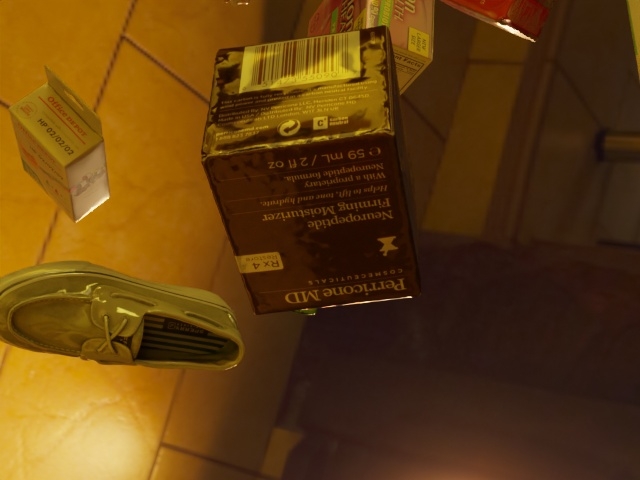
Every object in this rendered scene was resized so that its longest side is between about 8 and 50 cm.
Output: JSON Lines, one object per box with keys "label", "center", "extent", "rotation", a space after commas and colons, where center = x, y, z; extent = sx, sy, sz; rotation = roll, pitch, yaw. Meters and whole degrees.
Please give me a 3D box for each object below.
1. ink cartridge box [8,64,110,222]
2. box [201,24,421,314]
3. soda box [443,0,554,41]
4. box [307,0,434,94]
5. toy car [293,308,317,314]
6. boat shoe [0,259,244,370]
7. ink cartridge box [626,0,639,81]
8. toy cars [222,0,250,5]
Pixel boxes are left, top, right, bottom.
{"label": "ink cartridge box", "center": [-0.309, -0.112, 1.256], "extent": [0.061, 0.104, 0.181], "rotation": [-40, 165, -23]}
{"label": "box", "center": [-0.001, -0.064, 0.990], "extent": [0.167, 0.168, 0.203], "rotation": [-89, 169, -47]}
{"label": "soda box", "center": [0.186, -0.308, 0.880], "extent": [0.083, 0.092, 0.263], "rotation": [3, 114, -60]}
{"label": "box", "center": [0.072, -0.322, 1.690], "extent": [0.117, 0.243, 0.213], "rotation": [17, 59, -20]}
{"label": "toy car", "center": [0.000, 0.000, 1.359], "extent": [0.225, 0.239, 0.053], "rotation": [-72, 176, -45]}
{"label": "boat shoe", "center": [-0.225, 0.091, 1.201], "extent": [0.302, 0.094, 0.109], "rotation": [6, 107, -28]}
{"label": "ink cartridge box", "center": [0.545, -0.220, 1.407], "extent": [0.273, 0.115, 0.198], "rotation": [23, 52, -32]}
{"label": "toy cars", "center": [-0.127, -0.504, 1.864], "extent": [0.393, 0.087, 0.176], "rotation": [-123, -143, -73]}
